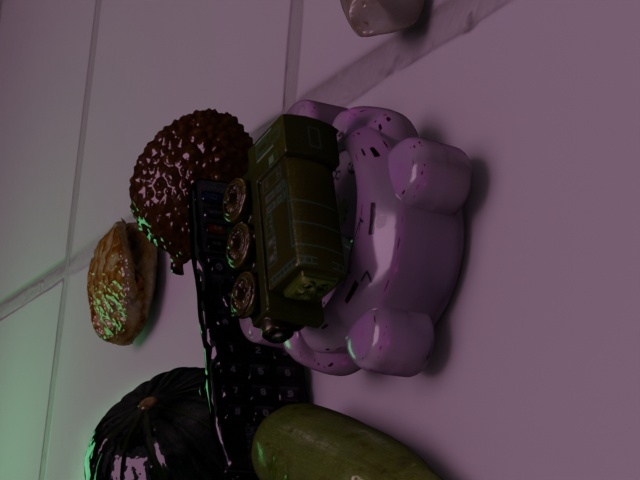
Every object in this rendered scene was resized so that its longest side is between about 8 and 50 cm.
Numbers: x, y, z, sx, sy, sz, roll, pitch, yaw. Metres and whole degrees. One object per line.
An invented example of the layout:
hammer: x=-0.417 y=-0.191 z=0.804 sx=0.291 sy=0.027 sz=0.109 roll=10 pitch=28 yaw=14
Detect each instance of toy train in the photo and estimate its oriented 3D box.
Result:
toy train: x=-0.034 y=-0.010 z=1.373 sx=0.137 sy=0.090 sz=0.225 roll=-43 pitch=44 yaw=43

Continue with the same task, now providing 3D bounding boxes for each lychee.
lychee: x=-0.172 y=-0.064 z=1.817 sx=0.200 sy=0.200 sz=0.238 roll=50 pitch=125 yaw=59

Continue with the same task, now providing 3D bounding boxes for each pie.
pie: x=-0.325 y=0.067 z=2.189 sx=0.179 sy=0.084 sz=0.205 roll=-60 pitch=33 yaw=36

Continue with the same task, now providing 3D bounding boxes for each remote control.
remote control: x=-0.087 y=0.108 z=1.627 sx=0.062 sy=0.145 sz=0.398 roll=-48 pitch=42 yaw=48

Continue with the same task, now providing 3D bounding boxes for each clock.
clock: x=0.036 y=0.000 z=1.448 sx=0.322 sy=0.113 sz=0.295 roll=19 pitch=96 yaw=63

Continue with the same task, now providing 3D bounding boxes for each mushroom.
mushroom: x=0.064 y=-0.314 z=1.551 sx=0.097 sy=0.088 sz=0.212 roll=-43 pitch=36 yaw=36

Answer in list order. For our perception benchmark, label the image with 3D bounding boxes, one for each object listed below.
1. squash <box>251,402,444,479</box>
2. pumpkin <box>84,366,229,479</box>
squash: x=0.034 y=0.243 z=1.349 sx=0.370 sy=0.118 sz=0.118 roll=13 pitch=91 yaw=62
pumpkin: x=-0.174 y=0.278 z=1.680 sx=0.250 sy=0.216 sz=0.250 roll=-24 pitch=41 yaw=23
